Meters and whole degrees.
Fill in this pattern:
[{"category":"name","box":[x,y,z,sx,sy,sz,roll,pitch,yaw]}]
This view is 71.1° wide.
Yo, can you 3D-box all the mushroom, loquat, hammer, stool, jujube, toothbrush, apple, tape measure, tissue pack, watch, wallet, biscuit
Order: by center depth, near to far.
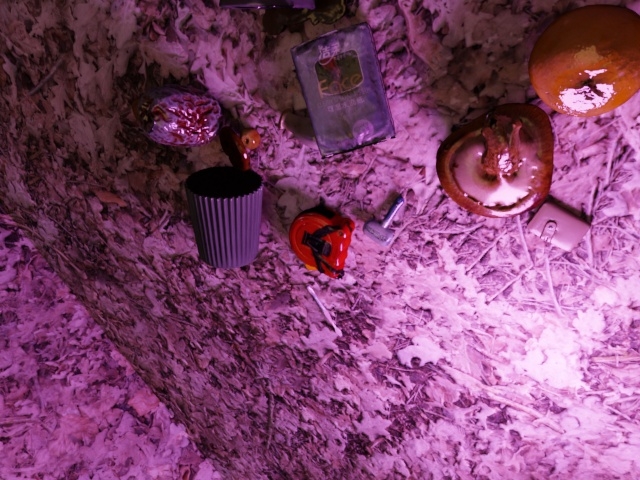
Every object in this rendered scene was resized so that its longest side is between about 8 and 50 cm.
[{"category":"loquat","box":[0.649,-0.431,1.090,0.262,0.263,0.263,12,119,22]},{"category":"mushroom","box":[0.490,-0.218,1.272,0.345,0.259,0.346,12,118,23]},{"category":"watch","box":[-0.119,-0.752,1.284,0.335,0.327,0.314,13,119,21]},{"category":"wallet","box":[0.726,-0.043,1.374,0.152,0.039,0.118,30,122,10]},{"category":"tissue pack","box":[0.077,-0.468,1.424,0.259,0.122,0.362,-12,107,14]},{"category":"mushroom","box":[-0.045,-0.390,1.580,0.225,0.093,0.116,21,103,28]},{"category":"hammer","box":[0.237,-0.078,1.602,0.116,0.069,0.194,35,117,9]},{"category":"jujube","box":[-0.515,-0.455,1.656,0.225,0.317,0.226,9,107,31]},{"category":"apple","box":[-0.269,-0.387,1.701,0.083,0.071,0.084,12,120,23]},{"category":"biscuit","box":[-0.329,-0.353,1.723,0.192,0.049,0.192,43,153,27]},{"category":"tape measure","box":[0.000,0.000,1.728,0.260,0.114,0.253,24,122,16]},{"category":"stool","box":[-0.371,-0.088,1.781,0.297,0.297,0.330,16,125,20]},{"category":"toothbrush","box":[0.017,0.302,1.923,0.021,0.027,0.269,-33,98,0]}]

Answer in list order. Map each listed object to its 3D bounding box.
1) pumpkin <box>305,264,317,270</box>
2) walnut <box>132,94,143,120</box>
[{"category":"pumpkin","box":[-0.020,0.099,1.840,0.083,0.028,0.050,12,118,12]},{"category":"walnut","box":[-0.657,-0.505,1.816,0.245,0.137,0.137,29,125,1]}]
